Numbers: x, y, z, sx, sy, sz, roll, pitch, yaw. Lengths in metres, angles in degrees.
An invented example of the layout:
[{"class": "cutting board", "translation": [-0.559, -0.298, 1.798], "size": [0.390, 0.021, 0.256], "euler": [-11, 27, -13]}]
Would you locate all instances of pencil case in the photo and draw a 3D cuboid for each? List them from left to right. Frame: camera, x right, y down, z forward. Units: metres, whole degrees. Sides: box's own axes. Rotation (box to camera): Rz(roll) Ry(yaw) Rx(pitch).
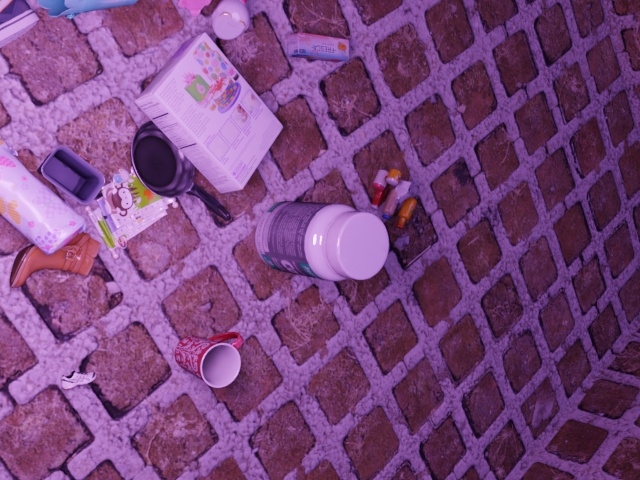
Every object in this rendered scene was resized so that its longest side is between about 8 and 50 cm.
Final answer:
[{"class": "pencil case", "translation": [-0.639, -0.093, 1.561], "size": [0.273, 0.113, 0.124], "euler": [47, 32, -11]}]

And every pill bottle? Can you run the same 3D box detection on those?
[{"class": "pill bottle", "translation": [0.000, 0.000, 1.935], "size": [0.204, 0.361, 0.204], "euler": [-4, 97, -36]}]

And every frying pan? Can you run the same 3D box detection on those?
[{"class": "frying pan", "translation": [-0.352, -0.182, 1.837], "size": [0.326, 0.053, 0.197], "euler": [23, 64, -48]}]

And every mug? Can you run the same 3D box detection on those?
[{"class": "mug", "translation": [-0.282, 0.301, 1.870], "size": [0.150, 0.169, 0.113], "euler": [-12, 101, -36]}]

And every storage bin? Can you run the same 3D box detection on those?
[{"class": "storage bin", "translation": [-0.575, -0.154, 1.657], "size": [0.135, 0.091, 0.098], "euler": [42, 70, -33]}]

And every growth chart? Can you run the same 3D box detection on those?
[{"class": "growth chart", "translation": [-0.466, -0.091, 1.790], "size": [0.237, 0.021, 0.172], "euler": [-43, 116, -27]}]

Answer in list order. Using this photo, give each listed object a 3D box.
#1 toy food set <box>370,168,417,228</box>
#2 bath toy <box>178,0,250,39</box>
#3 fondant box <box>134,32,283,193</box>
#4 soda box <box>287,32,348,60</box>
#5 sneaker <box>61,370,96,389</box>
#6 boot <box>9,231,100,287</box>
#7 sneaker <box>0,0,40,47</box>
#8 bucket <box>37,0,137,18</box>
[{"class": "toy food set", "translation": [0.217, -0.130, 2.234], "size": [0.104, 0.111, 0.232], "euler": [-66, 157, -13]}, {"class": "bath toy", "translation": [-0.311, -0.648, 1.796], "size": [0.348, 0.151, 0.129], "euler": [34, 39, -34]}, {"class": "fondant box", "translation": [-0.272, -0.319, 1.844], "size": [0.330, 0.096, 0.238], "euler": [49, 54, -30]}, {"class": "soda box", "translation": [-0.005, -0.550, 2.071], "size": [0.183, 0.058, 0.062], "euler": [-3, 96, -36]}, {"class": "sneaker", "translation": [-0.579, 0.327, 1.735], "size": [0.083, 0.032, 0.036], "euler": [-16, 104, -36]}, {"class": "boot", "translation": [-0.606, 0.048, 1.662], "size": [0.152, 0.073, 0.197], "euler": [37, 72, -33]}, {"class": "sneaker", "translation": [-0.724, -0.428, 1.474], "size": [0.127, 0.126, 0.321], "euler": [55, 38, -22]}, {"class": "bucket", "translation": [-0.509, -0.626, 1.559], "size": [0.183, 0.281, 0.281], "euler": [-16, 103, -37]}]
